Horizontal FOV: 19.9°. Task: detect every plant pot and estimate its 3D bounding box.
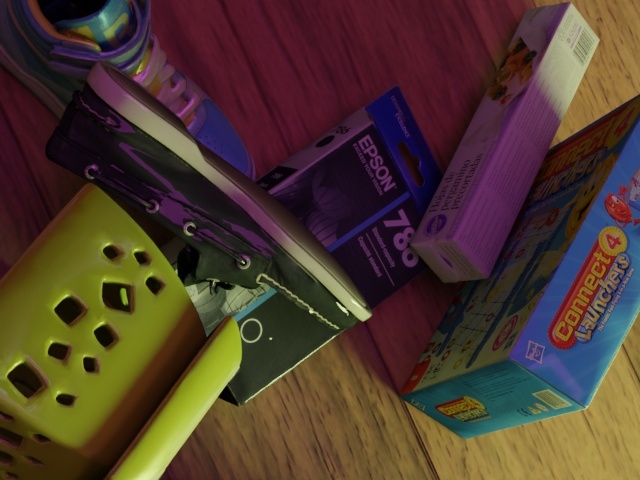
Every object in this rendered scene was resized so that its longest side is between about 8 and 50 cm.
[{"bbox_3d":[-0.213,0.126,1.595,0.207,0.228,0.227,38,56,-3],"label":"plant pot"}]

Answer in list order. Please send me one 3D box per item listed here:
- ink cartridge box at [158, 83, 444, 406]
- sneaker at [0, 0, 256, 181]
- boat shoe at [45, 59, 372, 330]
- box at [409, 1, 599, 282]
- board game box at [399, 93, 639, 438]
[{"bbox_3d":[0.000,0.000,1.778,0.333,0.065,0.165,-37,111,-20],"label":"ink cartridge box"},{"bbox_3d":[-0.173,-0.148,1.696,0.319,0.208,0.127,38,72,-10],"label":"sneaker"},{"bbox_3d":[-0.104,-0.012,1.633,0.340,0.127,0.113,40,97,-23],"label":"boat shoe"},{"bbox_3d":[0.190,-0.104,1.841,0.067,0.063,0.324,45,57,-30],"label":"box"},{"bbox_3d":[0.226,0.029,1.738,0.086,0.308,0.302,33,72,-7],"label":"board game box"}]
